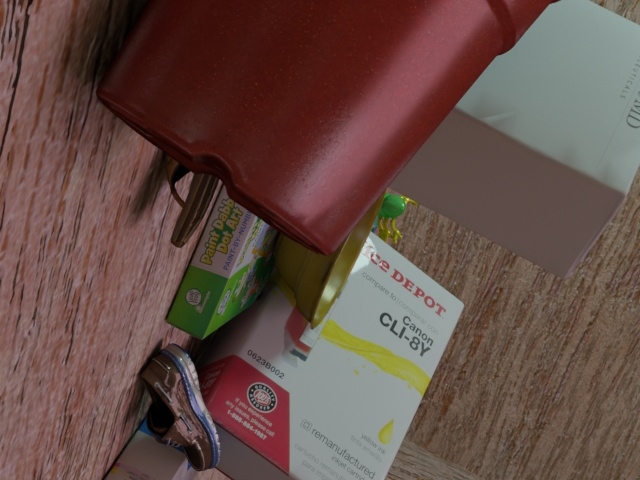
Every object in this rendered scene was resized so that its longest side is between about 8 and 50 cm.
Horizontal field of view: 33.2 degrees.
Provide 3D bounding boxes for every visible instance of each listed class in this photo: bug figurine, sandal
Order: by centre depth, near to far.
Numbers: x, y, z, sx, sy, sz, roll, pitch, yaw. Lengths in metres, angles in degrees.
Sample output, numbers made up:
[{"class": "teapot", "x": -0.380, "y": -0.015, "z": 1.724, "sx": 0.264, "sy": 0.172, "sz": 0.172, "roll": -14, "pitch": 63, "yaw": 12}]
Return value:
[{"class": "sandal", "x": -0.113, "y": -0.082, "z": 0.967, "sx": 0.072, "sy": 0.049, "sz": 0.180, "roll": 82, "pitch": 19, "yaw": -86}, {"class": "bug figurine", "x": 0.082, "y": -0.108, "z": 1.686, "sx": 0.072, "sy": 0.216, "sz": 0.279, "roll": 43, "pitch": 67, "yaw": -37}]

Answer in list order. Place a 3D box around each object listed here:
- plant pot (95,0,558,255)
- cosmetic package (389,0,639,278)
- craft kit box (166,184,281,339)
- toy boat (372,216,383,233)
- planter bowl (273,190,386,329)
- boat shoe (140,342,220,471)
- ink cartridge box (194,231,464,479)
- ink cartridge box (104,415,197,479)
[{"class": "plant pot", "x": -0.002, "y": -0.150, "z": 0.758, "sx": 0.265, "sy": 0.272, "sz": 0.272, "roll": -56, "pitch": 172, "yaw": -4}, {"class": "cosmetic package", "x": 0.129, "y": -0.157, "z": 1.036, "sx": 0.217, "sy": 0.385, "sz": 0.156, "roll": -59, "pitch": 171, "yaw": -32}, {"class": "craft kit box", "x": -0.082, "y": -0.022, "z": 1.321, "sx": 0.249, "sy": 0.061, "sz": 0.246, "roll": -66, "pitch": 169, "yaw": 13}, {"class": "toy boat", "x": 0.023, "y": 0.041, "z": 1.847, "sx": 0.267, "sy": 0.148, "sz": 0.318, "roll": -66, "pitch": 172, "yaw": 18}, {"class": "planter bowl", "x": 0.000, "y": 0.000, "z": 1.395, "sx": 0.217, "sy": 0.090, "sz": 0.217, "roll": -61, "pitch": 171, "yaw": -16}, {"class": "boat shoe", "x": -0.175, "y": 0.212, "z": 1.293, "sx": 0.066, "sy": 0.066, "sz": 0.183, "roll": -32, "pitch": 121, "yaw": -30}, {"class": "ink cartridge box", "x": -0.002, "y": 0.175, "z": 1.533, "sx": 0.160, "sy": 0.279, "sz": 0.384, "roll": -32, "pitch": -156, "yaw": 55}, {"class": "ink cartridge box", "x": -0.238, "y": 0.340, "z": 1.358, "sx": 0.231, "sy": 0.078, "sz": 0.134, "roll": -57, "pitch": 169, "yaw": -39}]
